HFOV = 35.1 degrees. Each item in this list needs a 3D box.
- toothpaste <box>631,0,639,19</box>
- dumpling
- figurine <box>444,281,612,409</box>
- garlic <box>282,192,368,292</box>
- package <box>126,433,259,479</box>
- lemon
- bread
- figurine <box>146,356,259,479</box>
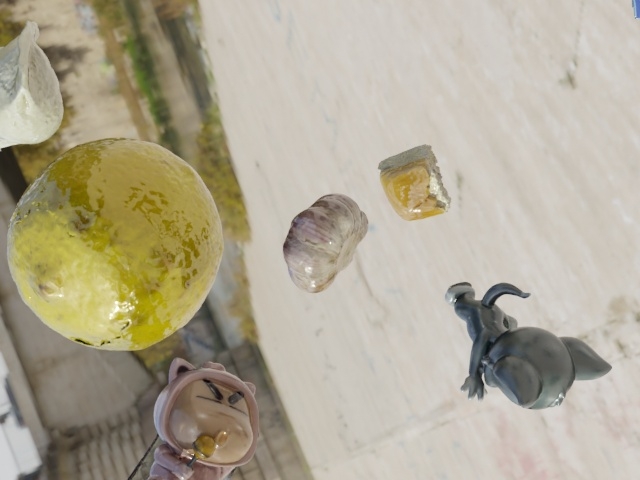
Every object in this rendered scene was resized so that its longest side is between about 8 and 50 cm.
[{"bbox_3d":[0.507,-0.381,1.533,0.272,0.066,0.053,-49,-47,-64],"label":"toothpaste"},{"bbox_3d":[-0.406,-0.216,1.366,0.216,0.126,0.166,83,-170,-73],"label":"dumpling"},{"bbox_3d":[0.304,0.155,1.561,0.140,0.193,0.265,-63,40,45],"label":"figurine"},{"bbox_3d":[0.000,0.000,1.546,0.102,0.159,0.147,26,164,20],"label":"garlic"},{"bbox_3d":[-0.220,0.380,1.701,0.154,0.239,0.030,35,160,-6],"label":"package"},{"bbox_3d":[-0.326,0.001,1.683,0.387,0.350,0.349,-43,-62,-53],"label":"lemon"},{"bbox_3d":[0.168,-0.093,1.781,0.082,0.106,0.125,-88,-26,-61],"label":"bread"},{"bbox_3d":[-0.170,0.311,1.439,0.176,0.287,0.186,34,151,-23],"label":"figurine"}]
